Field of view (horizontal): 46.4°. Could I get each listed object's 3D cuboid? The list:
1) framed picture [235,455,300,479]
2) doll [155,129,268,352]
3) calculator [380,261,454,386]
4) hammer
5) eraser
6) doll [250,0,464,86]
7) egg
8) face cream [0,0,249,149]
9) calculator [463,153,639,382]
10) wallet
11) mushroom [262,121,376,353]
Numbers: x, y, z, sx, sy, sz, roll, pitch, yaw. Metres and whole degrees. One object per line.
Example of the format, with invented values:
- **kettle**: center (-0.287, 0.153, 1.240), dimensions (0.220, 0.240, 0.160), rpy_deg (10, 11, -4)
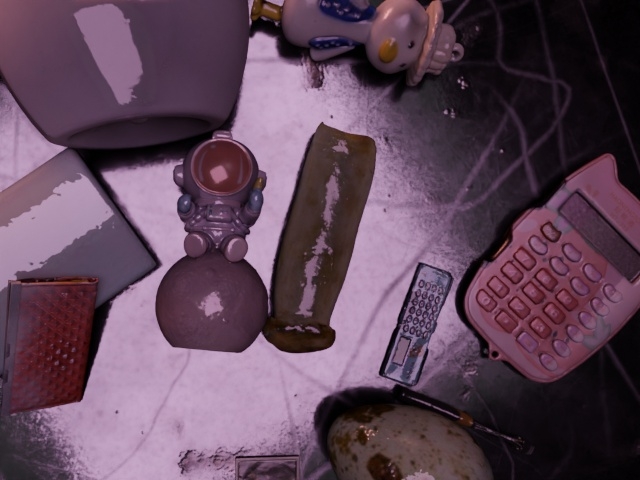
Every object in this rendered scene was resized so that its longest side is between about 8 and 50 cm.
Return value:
- **framed picture**: center (-0.072, 0.328, 1.018), dimensions (0.089, 0.007, 0.066), rpy_deg (1, 87, -8)
- **doll**: center (-0.133, -0.001, 0.962), dimensions (0.151, 0.151, 0.287), rpy_deg (4, 81, -8)
- **calculator**: center (0.138, 0.119, 1.051), dimensions (0.057, 0.018, 0.171), rpy_deg (21, 87, -5)
- **hammer**: center (0.202, 0.250, 1.032), dimensions (0.201, 0.078, 0.021), rpy_deg (23, 83, -1)
- **eraser**: center (-0.377, 0.038, 0.935), dimensions (0.290, 0.104, 0.189), rpy_deg (-35, 100, -8)
- **doll**: center (0.054, -0.289, 1.004), dimensions (0.293, 0.119, 0.138), rpy_deg (16, 129, -7)
- **egg**: center (0.114, 0.298, 0.965), dimensions (0.231, 0.169, 0.169), rpy_deg (31, 84, 3)
- **face cream**: center (-0.247, -0.302, 0.905), dimensions (0.313, 0.219, 0.356), rpy_deg (-9, 85, -19)
- **calculator**: center (0.351, 0.048, 1.070), dimensions (0.220, 0.048, 0.329), rpy_deg (45, 85, -5)
- **wallet**: center (-0.334, 0.130, 0.918), dimensions (0.103, 0.020, 0.196), rpy_deg (-2, 121, -31)
- **mushroom**: center (0.000, 0.000, 1.007), dimensions (0.100, 0.081, 0.312), rpy_deg (15, 82, -10)
